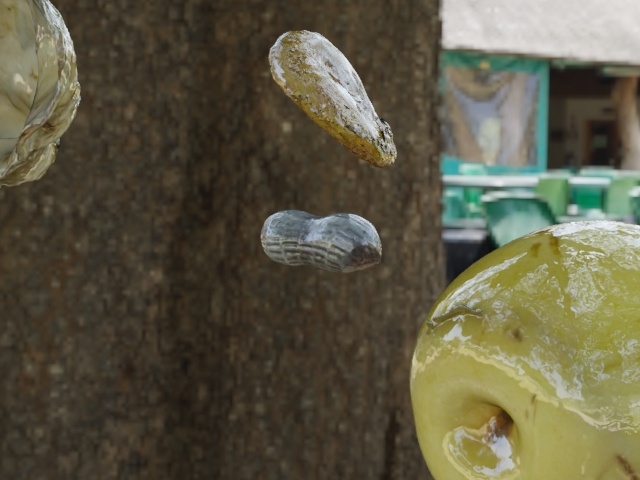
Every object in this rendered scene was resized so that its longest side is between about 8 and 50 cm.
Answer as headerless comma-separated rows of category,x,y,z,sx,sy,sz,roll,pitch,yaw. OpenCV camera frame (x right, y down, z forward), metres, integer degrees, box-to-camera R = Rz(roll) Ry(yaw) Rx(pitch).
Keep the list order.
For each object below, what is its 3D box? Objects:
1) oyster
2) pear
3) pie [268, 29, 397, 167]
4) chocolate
oyster,-0.197,-0.098,0.753,0.107,0.162,0.233,-13,-20,-35
pear,0.227,0.132,1.055,0.309,0.309,0.309,1,3,0
pie,0.027,-0.206,1.844,0.069,0.273,0.273,-39,-13,20
chocolate,0.000,0.000,1.476,0.167,0.072,0.072,8,6,39
